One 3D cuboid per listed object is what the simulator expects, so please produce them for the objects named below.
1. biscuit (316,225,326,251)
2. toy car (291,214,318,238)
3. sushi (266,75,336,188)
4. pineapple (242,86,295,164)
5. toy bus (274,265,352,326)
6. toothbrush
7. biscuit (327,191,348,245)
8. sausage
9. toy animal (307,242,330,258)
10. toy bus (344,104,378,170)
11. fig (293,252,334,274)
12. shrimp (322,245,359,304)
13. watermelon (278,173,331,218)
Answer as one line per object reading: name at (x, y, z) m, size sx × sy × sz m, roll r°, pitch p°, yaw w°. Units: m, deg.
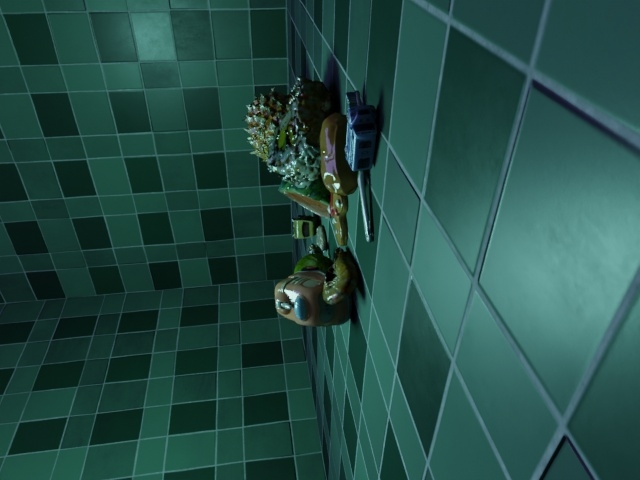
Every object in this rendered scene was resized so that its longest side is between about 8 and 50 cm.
biscuit at (0.000, -0.003, 2.357) m, size 0.250 × 0.032 × 0.133 m, roll 134°, pitch 132°, yaw -81°
toy car at (-0.068, -0.071, 2.494) m, size 0.256 × 0.124 × 0.101 m, roll -45°, pitch -45°, yaw -78°
sushi at (-0.076, -0.402, 1.865) m, size 0.417 × 0.176 × 0.417 m, roll -169°, pitch 90°, yaw -69°
pineapple at (-0.202, -0.532, 2.402) m, size 0.352 × 0.352 × 0.300 m, roll 95°, pitch 163°, yaw -50°
toy bus at (-0.038, 0.209, 1.789) m, size 0.288 × 0.232 × 0.194 m, roll 8°, pitch 103°, yaw 46°
toothbrush at (0.117, -0.202, 1.366) m, size 0.042 × 0.040 × 0.418 m, roll -147°, pitch 49°, yaw -83°
biscuit at (0.057, -0.148, 1.789) m, size 0.216 × 0.047 × 0.339 m, roll -157°, pitch 63°, yaw -83°
sausage at (0.058, -0.250, 1.435) m, size 0.136 × 0.120 × 0.241 m, roll -153°, pitch 59°, yaw -68°
toy animal at (0.012, 0.109, 2.214) m, size 0.069 × 0.086 × 0.219 m, roll -147°, pitch 35°, yaw -84°
toy bus at (0.106, -0.259, 1.256) m, size 0.167 × 0.073 × 0.076 m, roll 90°, pitch 169°, yaw -52°
fig at (0.016, 0.146, 1.988) m, size 0.235 × 0.203 × 0.203 m, roll -7°, pitch 87°, yaw 46°
shrimp at (0.058, 0.116, 1.667) m, size 0.152 × 0.063 × 0.287 m, roll -46°, pitch 21°, yaw 18°
watermelon at (-0.068, -0.227, 2.065) m, size 0.292 × 0.222 × 0.319 m, roll 97°, pitch 167°, yaw -75°
